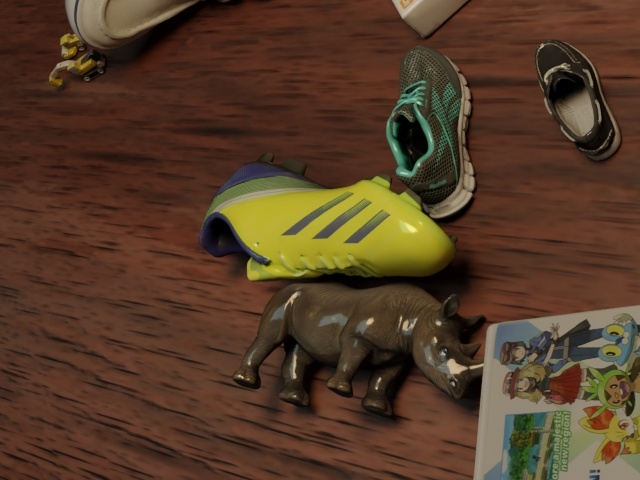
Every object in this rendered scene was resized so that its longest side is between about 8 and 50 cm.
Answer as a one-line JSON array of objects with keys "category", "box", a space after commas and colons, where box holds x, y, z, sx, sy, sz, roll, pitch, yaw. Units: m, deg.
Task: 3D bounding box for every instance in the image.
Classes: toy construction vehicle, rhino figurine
[{"category": "toy construction vehicle", "box": [-0.286, -0.235, 1.447, 0.098, 0.035, 0.086, -19, 59, 34]}, {"category": "rhino figurine", "box": [0.043, 0.083, 0.983, 0.243, 0.073, 0.106, 0, 63, 38]}]

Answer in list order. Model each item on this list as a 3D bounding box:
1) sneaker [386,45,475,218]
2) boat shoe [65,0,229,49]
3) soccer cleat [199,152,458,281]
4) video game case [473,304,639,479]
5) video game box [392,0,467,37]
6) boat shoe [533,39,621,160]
[{"category": "sneaker", "box": [0.088, -0.104, 1.027, 0.065, 0.076, 0.167, -26, 55, 29]}, {"category": "boat shoe", "box": [-0.112, -0.314, 1.277, 0.367, 0.136, 0.156, -40, 51, 8]}, {"category": "soccer cleat", "box": [0.000, 0.001, 1.033, 0.289, 0.093, 0.121, 16, 62, 51]}, {"category": "video game case", "box": [0.220, 0.191, 0.721, 0.299, 0.036, 0.329, -11, 61, 38]}, {"category": "video game box", "box": [0.127, -0.319, 1.114, 0.205, 0.048, 0.187, -41, 51, 20]}, {"category": "boat shoe", "box": [0.198, -0.118, 0.962, 0.046, 0.038, 0.125, -34, 52, 26]}]
